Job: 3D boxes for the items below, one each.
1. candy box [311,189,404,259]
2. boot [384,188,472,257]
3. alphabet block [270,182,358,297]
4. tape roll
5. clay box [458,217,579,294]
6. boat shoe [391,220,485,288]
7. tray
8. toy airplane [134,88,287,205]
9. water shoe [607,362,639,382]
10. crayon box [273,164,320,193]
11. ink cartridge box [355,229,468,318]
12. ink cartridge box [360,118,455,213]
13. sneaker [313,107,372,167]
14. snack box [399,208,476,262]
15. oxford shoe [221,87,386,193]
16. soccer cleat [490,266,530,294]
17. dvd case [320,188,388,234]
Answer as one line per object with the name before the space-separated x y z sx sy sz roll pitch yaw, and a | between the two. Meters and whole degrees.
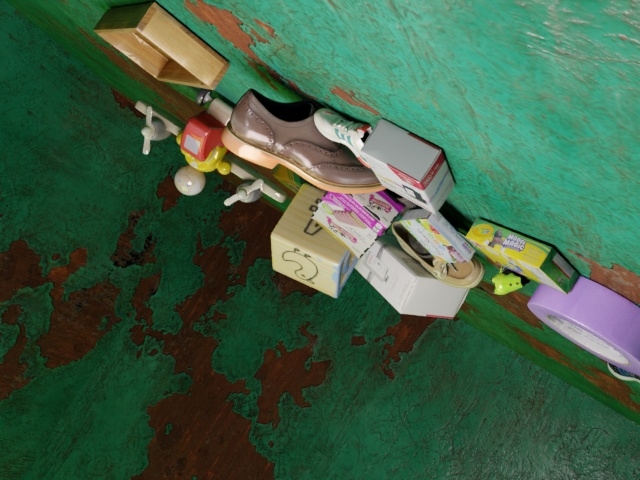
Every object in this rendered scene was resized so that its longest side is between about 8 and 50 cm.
candy box | 0.078 -0.063 1.764 0.159 0.071 0.233 41 159 3
boot | 0.217 -0.058 1.790 0.229 0.091 0.263 41 169 -19
alphabet block | 0.000 0.000 2.052 0.197 0.193 0.192 24 150 13
tape roll | 0.565 0.167 1.593 0.274 0.090 0.275 32 176 3
clay box | 0.387 0.024 1.547 0.127 0.053 0.222 35 177 -40
boat shoe | 0.292 0.034 1.994 0.285 0.105 0.089 30 177 43
tray | -0.370 -0.442 1.771 0.203 0.076 0.411 36 176 -30
toy airplane | -0.315 -0.246 2.195 0.386 0.272 0.384 28 174 47
water shoe | 0.757 0.294 1.873 0.080 0.073 0.203 62 169 -12
crayon box | -0.001 -0.149 2.243 0.203 0.083 0.323 36 175 -28
ink cartridge box | 0.239 0.086 2.151 0.207 0.117 0.283 9 -157 -35
ink cartridge box | 0.159 -0.128 1.391 0.127 0.072 0.175 31 175 24
sneaker | 0.062 -0.206 1.461 0.161 0.057 0.075 39 152 5
snack box | 0.247 -0.009 1.650 0.141 0.037 0.100 44 161 -20
oxford shoe | -0.004 -0.193 1.541 0.363 0.133 0.130 14 -148 -23
soccer cleat | 0.414 0.076 1.664 0.072 0.060 0.179 -11 -171 25
dvd case | 0.065 -0.108 1.902 0.238 0.030 0.179 36 175 12
